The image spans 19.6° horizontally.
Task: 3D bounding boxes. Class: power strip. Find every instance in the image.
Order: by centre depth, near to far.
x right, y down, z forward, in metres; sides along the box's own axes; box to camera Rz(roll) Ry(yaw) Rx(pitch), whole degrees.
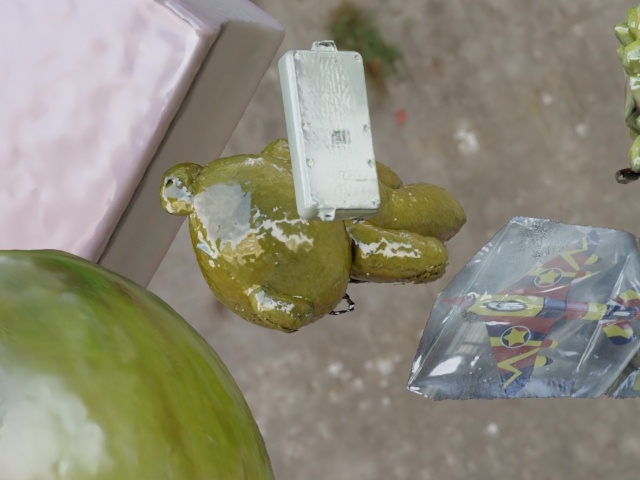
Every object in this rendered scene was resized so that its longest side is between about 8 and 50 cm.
[{"bbox_3d":[0.005,-0.050,0.876,0.040,0.090,0.016,-1,-15,-24],"label":"power strip"}]

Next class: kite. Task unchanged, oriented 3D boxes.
[{"bbox_3d":[0.164,0.040,0.897,0.245,0.015,0.141,7,47,30],"label":"kite"}]

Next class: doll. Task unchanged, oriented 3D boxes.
[{"bbox_3d":[0.000,0.000,1.064,0.209,0.137,0.097,-11,-45,-52],"label":"doll"}]

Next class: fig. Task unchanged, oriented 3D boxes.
[{"bbox_3d":[-0.058,0.122,0.398,0.149,0.245,0.149,-17,-1,0],"label":"fig"}]

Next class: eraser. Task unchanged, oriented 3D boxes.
[{"bbox_3d":[-0.223,-0.055,1.213,0.359,0.272,0.122,-61,-19,19],"label":"eraser"}]

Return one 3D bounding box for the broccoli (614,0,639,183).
[{"bbox_3d":[0.241,-0.076,0.711,0.273,0.242,0.180,-67,2,-59],"label":"broccoli"}]
